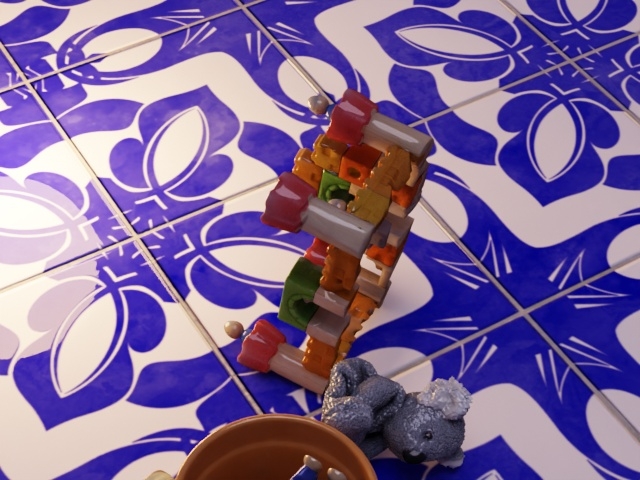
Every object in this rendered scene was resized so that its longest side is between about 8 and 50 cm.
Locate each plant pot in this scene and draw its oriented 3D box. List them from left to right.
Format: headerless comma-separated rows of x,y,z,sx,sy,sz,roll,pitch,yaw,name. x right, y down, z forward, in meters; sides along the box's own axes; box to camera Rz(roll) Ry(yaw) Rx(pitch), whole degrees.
-0.063,0.424,1.969,0.291,0.203,0.291,1,46,-1,plant pot

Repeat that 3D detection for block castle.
0.000,0.000,2.204,0.213,0.453,0.303,26,52,11,block castle

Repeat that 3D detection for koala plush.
0.121,0.279,2.127,0.221,0.196,0.203,3,37,7,koala plush

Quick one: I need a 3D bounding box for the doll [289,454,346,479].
-0.043,0.378,1.841,0.129,0.046,0.189,27,58,10,doll

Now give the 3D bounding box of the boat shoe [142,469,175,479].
-0.283,0.450,2.006,0.089,0.105,0.285,24,50,24,boat shoe
